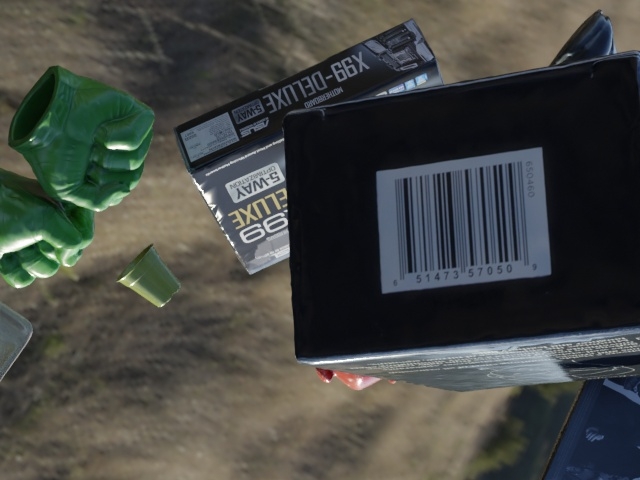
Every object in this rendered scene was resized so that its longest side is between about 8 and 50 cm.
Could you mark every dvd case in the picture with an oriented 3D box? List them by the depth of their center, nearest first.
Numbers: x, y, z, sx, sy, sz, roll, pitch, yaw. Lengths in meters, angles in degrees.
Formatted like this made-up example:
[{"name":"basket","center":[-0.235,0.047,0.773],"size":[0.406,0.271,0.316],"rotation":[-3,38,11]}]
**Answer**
[{"name":"dvd case","center":[0.375,0.239,1.532],"size":[0.029,0.239,0.179],"rotation":[108,7,-81]}]

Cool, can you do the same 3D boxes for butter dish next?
[{"name":"butter dish","center":[0.044,0.184,2.302],"size":[0.118,0.160,0.160],"rotation":[-37,169,-16]}]

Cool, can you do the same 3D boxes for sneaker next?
[{"name":"sneaker","center":[0.339,-0.158,1.716],"size":[0.122,0.146,0.330],"rotation":[-49,164,-11]}]

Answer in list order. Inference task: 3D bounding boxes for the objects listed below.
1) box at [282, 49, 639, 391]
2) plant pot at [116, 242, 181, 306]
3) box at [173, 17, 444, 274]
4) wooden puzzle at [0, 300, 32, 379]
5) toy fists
[{"name":"box","center":[0.184,0.008,1.237],"size":[0.395,0.293,0.212],"rotation":[22,63,-64]},{"name":"plant pot","center":[-0.264,0.061,2.242],"size":[0.083,0.079,0.083],"rotation":[-43,-168,11]},{"name":"box","center":[0.007,-0.104,1.697],"size":[0.307,0.076,0.242],"rotation":[-24,146,0]},{"name":"wooden puzzle","center":[-0.500,0.141,1.720],"size":[0.238,0.221,0.044],"rotation":[-56,-177,-8]},{"name":"toy fists","center":[-0.284,-0.058,1.540],"size":[0.142,0.096,0.279],"rotation":[22,122,-32]}]
